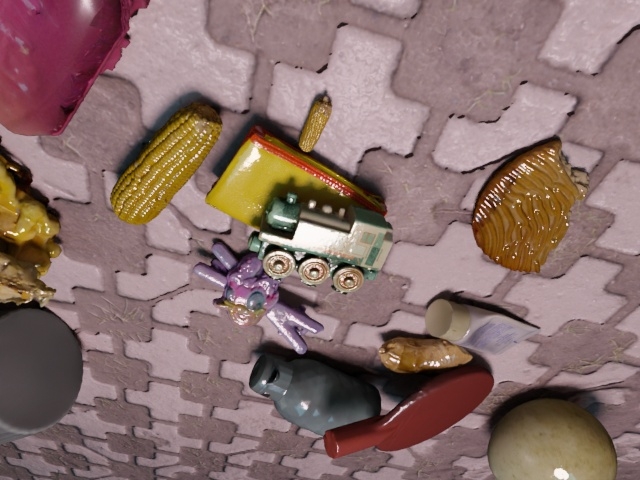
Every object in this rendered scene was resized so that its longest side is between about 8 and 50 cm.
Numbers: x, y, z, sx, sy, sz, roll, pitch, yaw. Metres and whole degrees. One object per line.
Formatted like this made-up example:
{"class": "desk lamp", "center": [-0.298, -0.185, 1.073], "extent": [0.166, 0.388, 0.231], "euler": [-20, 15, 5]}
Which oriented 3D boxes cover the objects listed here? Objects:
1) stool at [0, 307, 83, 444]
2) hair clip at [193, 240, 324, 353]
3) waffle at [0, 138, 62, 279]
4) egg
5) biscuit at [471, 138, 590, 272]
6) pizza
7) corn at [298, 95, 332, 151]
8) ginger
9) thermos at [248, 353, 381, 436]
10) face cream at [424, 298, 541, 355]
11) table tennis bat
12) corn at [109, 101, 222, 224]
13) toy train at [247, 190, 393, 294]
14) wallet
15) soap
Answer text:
{"class": "stool", "center": [-0.719, 0.292, 0.897], "extent": [0.330, 0.297, 0.297], "euler": [-16, 128, 13]}
{"class": "hair clip", "center": [-0.093, 0.108, 0.787], "extent": [0.137, 0.090, 0.278], "euler": [-48, 121, -1]}
{"class": "waffle", "center": [-0.635, -0.055, 0.703], "extent": [0.382, 0.095, 0.379], "euler": [-3, 133, 12]}
{"class": "egg", "center": [0.493, 0.474, 0.961], "extent": [0.218, 0.218, 0.295], "euler": [24, 138, -15]}
{"class": "biscuit", "center": [0.319, -0.031, 0.651], "extent": [0.176, 0.031, 0.228], "euler": [-24, 124, 27]}
{"class": "pizza", "center": [-0.555, 0.043, 0.676], "extent": [0.288, 0.075, 0.280], "euler": [18, 141, -11]}
{"class": "corn", "center": [-0.006, -0.155, 0.578], "extent": [0.027, 0.028, 0.083], "euler": [12, 133, -19]}
{"class": "ginger", "center": [0.208, 0.233, 0.873], "extent": [0.190, 0.068, 0.095], "euler": [4, 145, -1]}
{"class": "thermos", "center": [-0.023, 0.337, 0.956], "extent": [0.287, 0.145, 0.182], "euler": [30, 157, -16]}
{"class": "face cream", "center": [0.304, 0.171, 0.825], "extent": [0.224, 0.070, 0.114], "euler": [18, 134, -26]}
{"class": "table tennis bat", "center": [0.195, 0.363, 0.890], "extent": [0.415, 0.051, 0.268], "euler": [-4, 131, -29]}
{"class": "corn", "center": [-0.223, -0.106, 0.616], "extent": [0.080, 0.080, 0.231], "euler": [36, 124, -23]}
{"class": "toy train", "center": [0.000, 0.000, 0.613], "extent": [0.194, 0.080, 0.125], "euler": [15, 116, -12]}
{"class": "wallet", "center": [-0.030, -0.063, 0.646], "extent": [0.241, 0.067, 0.141], "euler": [27, 124, -23]}
{"class": "soap", "center": [-0.308, -0.270, 0.447], "extent": [0.220, 0.127, 0.325], "euler": [40, 125, -24]}
